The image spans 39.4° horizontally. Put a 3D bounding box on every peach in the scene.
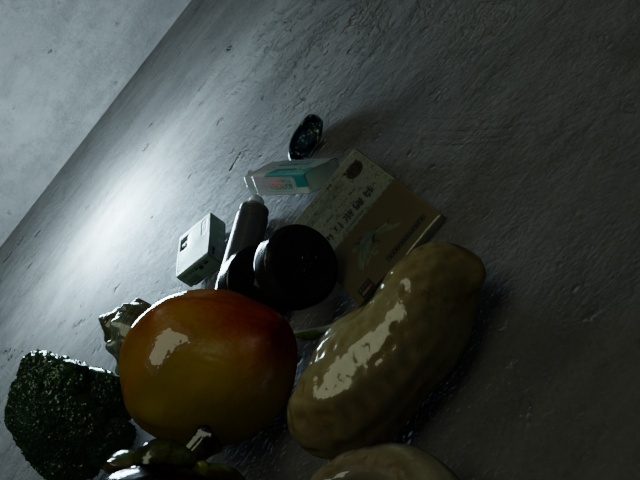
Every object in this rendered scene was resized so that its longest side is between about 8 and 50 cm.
[{"bbox_3d":[-0.186,0.218,1.567,0.308,0.289,0.289,-33,32,2],"label":"peach"}]

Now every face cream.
[{"bbox_3d":[-0.167,0.018,1.943,0.073,0.073,0.283,-24,40,39],"label":"face cream"}]

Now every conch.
[{"bbox_3d":[-0.321,0.226,1.871,0.386,0.170,0.203,26,47,21],"label":"conch"}]

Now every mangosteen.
[{"bbox_3d":[-0.250,0.463,1.352,0.330,0.330,0.330,-34,35,28],"label":"mangosteen"}]

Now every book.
[{"bbox_3d":[0.075,-0.030,1.667,0.217,0.021,0.310,-50,40,4],"label":"book"}]

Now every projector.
[{"bbox_3d":[-0.277,0.025,2.099,0.115,0.061,0.147,-35,34,25],"label":"projector"}]

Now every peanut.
[{"bbox_3d":[0.101,0.164,1.336,0.387,0.169,0.192,-48,26,0],"label":"peanut"}]

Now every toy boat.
[{"bbox_3d":[-0.035,-0.229,2.036,0.137,0.060,0.061,-61,10,-21],"label":"toy boat"}]

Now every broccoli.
[{"bbox_3d":[-0.529,0.375,1.911,0.308,0.308,0.275,-46,-4,11],"label":"broccoli"}]

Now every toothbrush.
[{"bbox_3d":[-0.015,0.165,1.634,0.263,0.022,0.026,-21,28,43],"label":"toothbrush"}]

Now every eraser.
[{"bbox_3d":[-0.062,-0.139,1.941,0.095,0.052,0.225,-32,21,-34],"label":"eraser"}]

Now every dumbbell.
[{"bbox_3d":[-0.083,0.067,1.661,0.218,0.152,0.152,-27,37,56],"label":"dumbbell"}]

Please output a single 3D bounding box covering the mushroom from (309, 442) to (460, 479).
[{"bbox_3d":[0.036,0.367,1.082,0.292,0.290,0.292,-31,41,31],"label":"mushroom"}]

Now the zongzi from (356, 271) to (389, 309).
[{"bbox_3d":[0.107,0.100,1.528,0.154,0.062,0.130,-48,6,39],"label":"zongzi"}]
